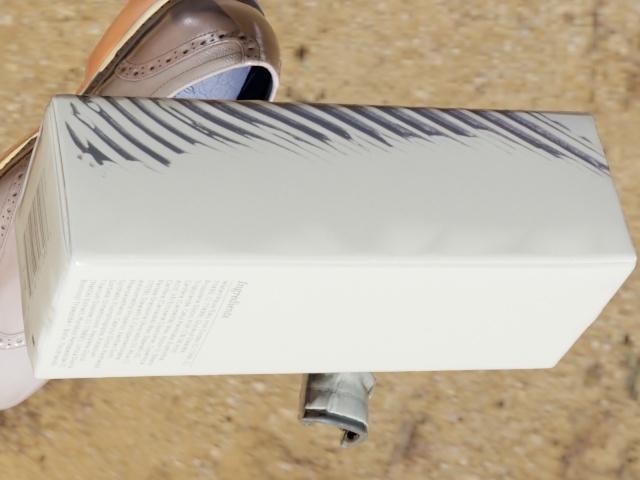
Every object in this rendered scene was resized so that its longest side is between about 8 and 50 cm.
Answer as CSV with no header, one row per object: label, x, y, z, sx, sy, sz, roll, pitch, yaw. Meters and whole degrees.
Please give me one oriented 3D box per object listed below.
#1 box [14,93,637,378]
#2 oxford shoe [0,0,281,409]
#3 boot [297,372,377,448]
box,0.000,0.000,0.882,0.275,0.113,0.094,1,58,-21
oxford shoe,-0.152,-0.013,1.247,0.130,0.133,0.363,23,111,-31
boot,0.012,0.046,1.203,0.083,0.246,0.161,13,92,0
